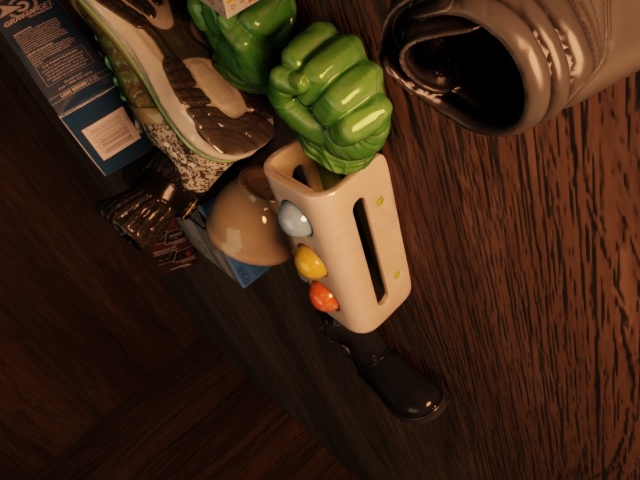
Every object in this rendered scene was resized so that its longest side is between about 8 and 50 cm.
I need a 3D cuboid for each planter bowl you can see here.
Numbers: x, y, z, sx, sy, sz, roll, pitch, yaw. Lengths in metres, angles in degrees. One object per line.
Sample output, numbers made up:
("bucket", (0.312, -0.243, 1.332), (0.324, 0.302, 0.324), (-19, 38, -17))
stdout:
("planter bowl", (-0.098, -0.053, 0.917), (0.162, 0.162, 0.109), (40, 131, 24))

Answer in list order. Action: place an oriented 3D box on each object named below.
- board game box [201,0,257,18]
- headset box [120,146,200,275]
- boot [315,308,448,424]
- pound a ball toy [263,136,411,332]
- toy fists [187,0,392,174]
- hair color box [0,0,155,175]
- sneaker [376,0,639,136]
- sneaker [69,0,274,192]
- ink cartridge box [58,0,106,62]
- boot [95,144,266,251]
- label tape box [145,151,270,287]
("board game box", (-0.104, -0.290, 0.562), (0.154, 0.103, 0.026), (41, 158, 23))
("headset box", (-0.421, -0.080, 1.460), (0.293, 0.110, 0.218), (85, 163, -57))
("boot", (0.098, 0.206, 1.016), (0.207, 0.094, 0.246), (55, 165, -25))
("pound a ball toy", (0.000, 0.000, 0.806), (0.208, 0.136, 0.319), (32, 153, 38))
("toy fists", (-0.037, -0.191, 0.609), (0.279, 0.096, 0.142), (45, 158, 17))
("hair color box", (-0.425, -0.291, 0.931), (0.347, 0.105, 0.174), (50, 167, 20))
("sneaker", (0.067, -0.185, 0.333), (0.295, 0.147, 0.104), (47, 161, 10))
("sneaker", (-0.242, -0.229, 0.756), (0.410, 0.158, 0.182), (55, 133, 12))
("ink cartridge box", (-0.411, -0.429, 0.981), (0.134, 0.078, 0.231), (25, 149, 50))
("boot", (-0.234, -0.109, 0.912), (0.131, 0.260, 0.348), (50, 159, -1))
("label tape box", (-0.269, -0.077, 1.254), (0.348, 0.115, 0.249), (30, 152, 39))
